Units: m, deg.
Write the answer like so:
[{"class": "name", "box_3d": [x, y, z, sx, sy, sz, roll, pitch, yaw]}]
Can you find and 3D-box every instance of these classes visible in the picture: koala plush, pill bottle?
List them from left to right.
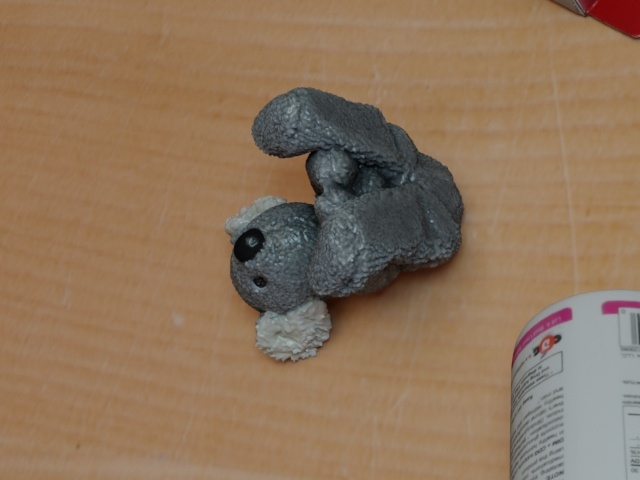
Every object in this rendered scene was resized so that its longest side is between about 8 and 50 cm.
[{"class": "koala plush", "box_3d": [0.000, 0.000, 1.374, 0.221, 0.203, 0.196, -40, 60, 34]}, {"class": "pill bottle", "box_3d": [0.217, 0.188, 1.078, 0.160, 0.160, 0.283, -16, 41, 24]}]

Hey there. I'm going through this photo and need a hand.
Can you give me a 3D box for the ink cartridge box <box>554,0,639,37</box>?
[{"class": "ink cartridge box", "box_3d": [0.281, -0.385, 1.413, 0.309, 0.130, 0.272, -51, 52, -2]}]
